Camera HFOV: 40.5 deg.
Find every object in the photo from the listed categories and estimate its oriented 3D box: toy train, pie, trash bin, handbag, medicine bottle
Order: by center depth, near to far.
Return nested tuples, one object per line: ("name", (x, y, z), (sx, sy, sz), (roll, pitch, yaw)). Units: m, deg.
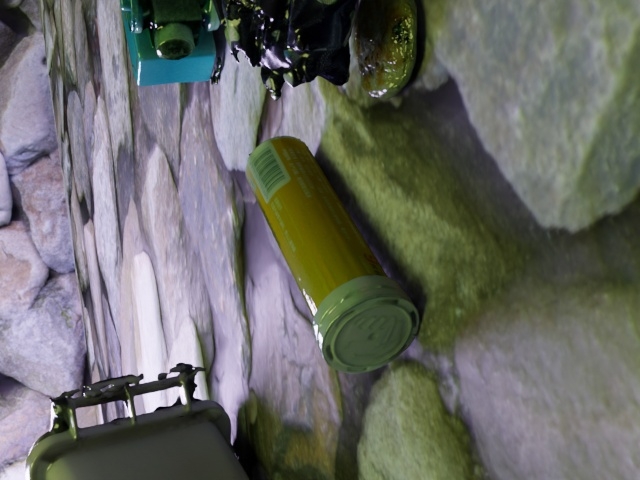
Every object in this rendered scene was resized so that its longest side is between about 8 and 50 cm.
("pie", (0.044, -0.138, 0.596), (0.085, 0.017, 0.085), (174, 90, -68))
("handbag", (-0.025, -0.225, 0.618), (0.162, 0.113, 0.260), (103, 157, -46))
("medicine bottle", (0.000, 0.000, 0.672), (0.218, 0.073, 0.074), (-118, 31, -46))
("trash bin", (-0.158, 0.341, 0.929), (0.367, 0.255, 0.296), (32, 123, 55))
("toy train", (-0.173, -0.277, 0.964), (0.163, 0.112, 0.203), (125, 137, -65))
